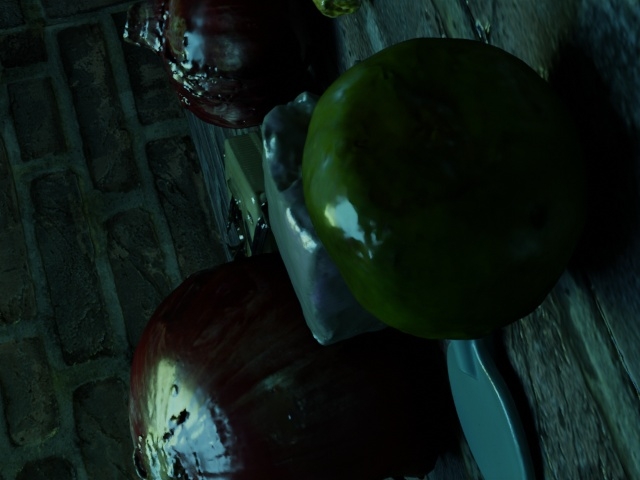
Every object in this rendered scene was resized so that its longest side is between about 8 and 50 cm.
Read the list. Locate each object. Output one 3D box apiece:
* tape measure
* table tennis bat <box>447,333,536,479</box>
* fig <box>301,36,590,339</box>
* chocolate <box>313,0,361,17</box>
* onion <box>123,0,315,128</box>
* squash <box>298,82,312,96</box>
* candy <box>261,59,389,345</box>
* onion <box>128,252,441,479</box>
[{"bbox_3d":[-0.067,-0.016,1.594,0.271,0.133,0.231,-125,23,-59],"label":"tape measure"},{"bbox_3d":[0.130,0.116,0.900,0.153,0.040,0.244,-129,22,-66],"label":"table tennis bat"},{"bbox_3d":[0.088,-0.019,0.643,0.233,0.167,0.167,25,-144,-47],"label":"fig"},{"bbox_3d":[-0.016,-0.302,1.046,0.085,0.086,0.219,92,159,-58],"label":"chocolate"},{"bbox_3d":[-0.114,-0.243,1.258,0.252,0.219,0.252,179,90,-79],"label":"onion"},{"bbox_3d":[-0.030,-0.149,1.357,0.258,0.069,0.069,-119,18,-50],"label":"squash"},{"bbox_3d":[0.026,-0.025,1.006,0.195,0.137,0.184,87,166,-57],"label":"candy"},{"bbox_3d":[-0.055,0.167,1.166,0.341,0.341,0.341,166,90,-81],"label":"onion"}]
